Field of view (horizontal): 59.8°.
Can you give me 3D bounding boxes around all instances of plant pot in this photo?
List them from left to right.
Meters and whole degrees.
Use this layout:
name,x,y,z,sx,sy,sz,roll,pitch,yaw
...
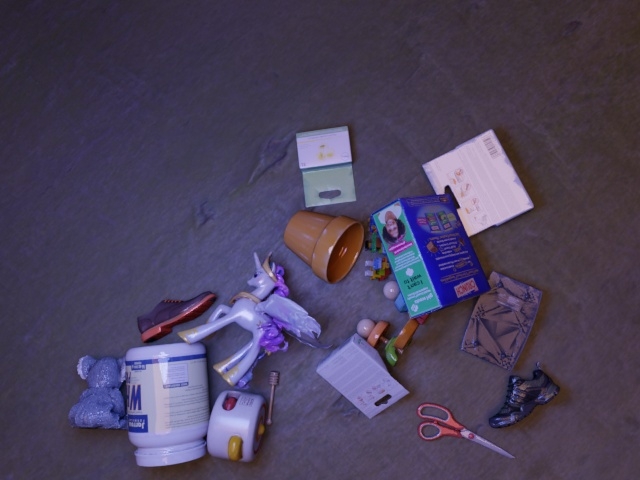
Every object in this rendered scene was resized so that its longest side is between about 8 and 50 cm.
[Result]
name,x,y,z,sx,sy,sz,roll,pitch,yaw
plant pot,0.000,0.000,1.685,0.187,0.205,0.205,27,85,25

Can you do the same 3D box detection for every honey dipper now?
name,x,y,z,sx,sy,sz,roll,pitch,yaw
honey dipper,-0.151,0.482,1.703,0.030,0.030,0.161,7,86,7

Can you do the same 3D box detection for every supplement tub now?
name,x,y,z,sx,sy,sz,roll,pitch,yaw
supplement tub,-0.445,0.468,1.632,0.235,0.235,0.325,-7,80,5

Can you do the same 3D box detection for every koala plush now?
name,x,y,z,sx,sy,sz,roll,pitch,yaw
koala plush,-0.658,0.457,1.694,0.196,0.203,0.221,0,70,6

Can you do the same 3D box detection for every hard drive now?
name,x,y,z,sx,sy,sz,roll,pitch,yaw
hard drive,0.532,0.236,1.648,0.171,0.054,0.255,23,84,10

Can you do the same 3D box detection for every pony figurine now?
name,x,y,z,sx,sy,sz,roll,pitch,yaw
pony figurine,-0.166,0.241,1.598,0.351,0.303,0.363,38,73,18

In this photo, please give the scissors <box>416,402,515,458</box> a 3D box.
name,x,y,z,sx,sy,sz,roll,pitch,yaw
scissors,0.425,0.554,1.628,0.297,0.021,0.109,10,81,9

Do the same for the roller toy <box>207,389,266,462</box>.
name,x,y,z,sx,sy,sz,roll,pitch,yaw
roller toy,-0.234,0.538,1.617,0.146,0.209,0.191,7,68,7

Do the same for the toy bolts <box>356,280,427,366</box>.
name,x,y,z,sx,sy,sz,roll,pitch,yaw
toy bolts,0.216,0.217,1.627,0.158,0.218,0.228,33,68,16

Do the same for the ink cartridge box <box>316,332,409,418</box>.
name,x,y,z,sx,sy,sz,roll,pitch,yaw
ink cartridge box,0.125,0.399,1.636,0.224,0.056,0.181,41,123,-7

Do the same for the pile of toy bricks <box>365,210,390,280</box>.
name,x,y,z,sx,sy,sz,roll,pitch,yaw
pile of toy bricks,0.207,0.013,1.705,0.105,0.118,0.212,11,71,-24

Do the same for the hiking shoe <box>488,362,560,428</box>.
name,x,y,z,sx,sy,sz,roll,pitch,yaw
hiking shoe,0.567,0.452,1.608,0.226,0.086,0.114,-31,66,-5

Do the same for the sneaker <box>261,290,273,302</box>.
name,x,y,z,sx,sy,sz,roll,pitch,yaw
sneaker,-0.183,0.164,1.747,0.067,0.042,0.119,16,86,5

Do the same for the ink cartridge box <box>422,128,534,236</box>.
name,x,y,z,sx,sy,sz,roll,pitch,yaw
ink cartridge box,0.481,-0.166,1.715,0.238,0.060,0.275,-27,80,12

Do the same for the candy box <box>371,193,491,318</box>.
name,x,y,z,sx,sy,sz,roll,pitch,yaw
candy box,0.319,0.037,1.594,0.122,0.268,0.317,-33,73,43

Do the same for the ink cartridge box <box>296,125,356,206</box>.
name,x,y,z,sx,sy,sz,roll,pitch,yaw
ink cartridge box,0.019,-0.236,1.781,0.171,0.056,0.235,-7,79,5

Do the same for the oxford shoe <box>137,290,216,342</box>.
name,x,y,z,sx,sy,sz,roll,pitch,yaw
oxford shoe,-0.457,0.217,1.746,0.271,0.097,0.098,-29,73,2
